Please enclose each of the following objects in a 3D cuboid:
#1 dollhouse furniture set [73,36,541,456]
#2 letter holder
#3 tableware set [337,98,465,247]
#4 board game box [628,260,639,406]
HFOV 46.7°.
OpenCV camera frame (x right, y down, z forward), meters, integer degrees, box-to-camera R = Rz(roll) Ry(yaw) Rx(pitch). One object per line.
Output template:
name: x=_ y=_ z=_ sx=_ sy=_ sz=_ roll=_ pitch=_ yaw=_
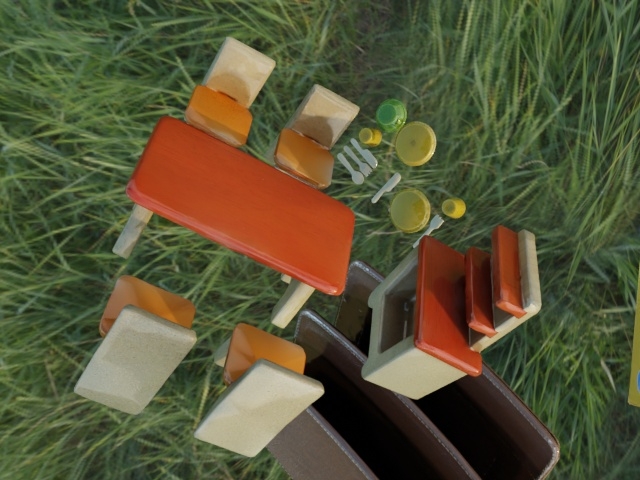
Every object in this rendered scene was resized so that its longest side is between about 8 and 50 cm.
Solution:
dollhouse furniture set: x=0.000 y=0.000 z=0.497 sx=0.259 sy=0.262 sz=0.135 roll=26 pitch=135 yaw=-17
letter holder: x=0.069 y=0.195 z=0.789 sx=0.302 sy=0.152 sz=0.215 roll=43 pitch=140 yaw=28
tableware set: x=0.095 y=-0.076 z=0.810 sx=0.104 sy=0.024 sz=0.154 roll=-48 pitch=68 yaw=22
board game box: x=0.473 y=0.037 z=0.906 sx=0.064 sy=0.242 sz=0.317 roll=6 pitch=94 yaw=49
